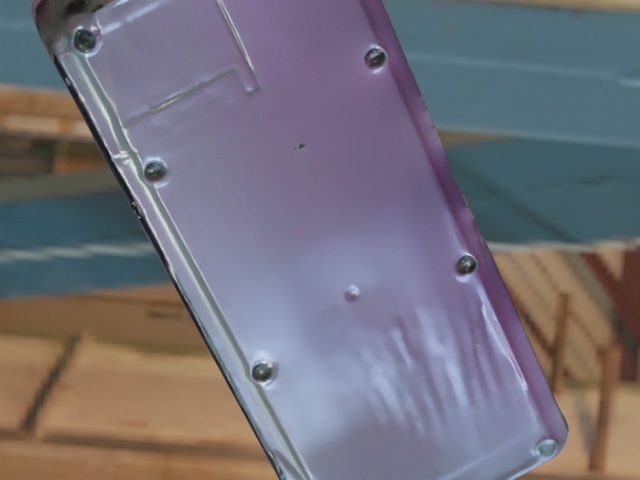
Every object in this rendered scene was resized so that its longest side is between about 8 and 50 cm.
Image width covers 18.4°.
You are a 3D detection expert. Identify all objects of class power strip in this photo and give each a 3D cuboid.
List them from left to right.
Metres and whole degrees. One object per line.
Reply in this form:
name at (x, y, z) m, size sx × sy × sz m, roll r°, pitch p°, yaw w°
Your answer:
power strip at (0.000, 0.000, 0.710) m, size 0.279 × 0.109 × 0.037 m, roll 64°, pitch -2°, yaw -32°
